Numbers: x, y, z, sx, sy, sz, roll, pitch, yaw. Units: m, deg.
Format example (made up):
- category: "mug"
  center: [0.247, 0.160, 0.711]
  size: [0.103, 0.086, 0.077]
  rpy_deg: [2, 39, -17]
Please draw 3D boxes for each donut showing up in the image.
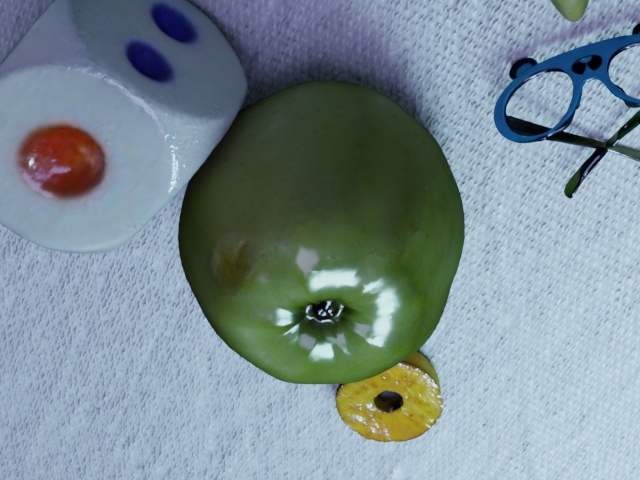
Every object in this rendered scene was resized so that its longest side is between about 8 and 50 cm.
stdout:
- category: "donut"
  center: [0.097, 0.207, 1.904]
  size: [0.151, 0.058, 0.152]
  rpy_deg: [5, 123, 7]

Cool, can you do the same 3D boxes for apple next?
- category: "apple"
  center: [0.000, 0.000, 1.634]
  size: [0.357, 0.357, 0.357]
  rpy_deg: [4, 123, 6]

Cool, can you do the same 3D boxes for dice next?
- category: "dice"
  center: [-0.257, -0.149, 1.609]
  size: [0.243, 0.251, 0.259]
  rpy_deg: [38, 122, -13]

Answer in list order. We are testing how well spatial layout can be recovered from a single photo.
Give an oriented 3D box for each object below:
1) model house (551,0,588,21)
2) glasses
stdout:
- category: "model house"
  center: [0.238, -0.353, 1.450]
  size: [0.267, 0.194, 0.325]
  rpy_deg: [-10, 124, 15]
- category: "glasses"
  center: [0.338, -0.127, 1.625]
  size: [0.239, 0.102, 0.207]
  rpy_deg: [-18, 118, 19]
